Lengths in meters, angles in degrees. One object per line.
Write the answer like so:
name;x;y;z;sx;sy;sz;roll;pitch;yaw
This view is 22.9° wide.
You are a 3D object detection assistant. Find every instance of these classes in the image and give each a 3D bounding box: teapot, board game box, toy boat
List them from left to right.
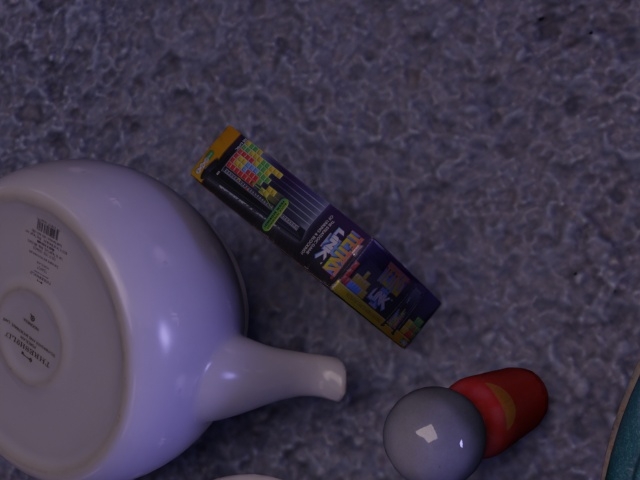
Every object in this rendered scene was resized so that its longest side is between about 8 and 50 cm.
teapot;-0.147;0.050;1.164;0.252;0.187;0.256;-30;81;40
board game box;0.000;0.000;1.122;0.141;0.170;0.048;37;88;26
toy boat;0.199;0.151;0.988;0.318;0.148;0.267;15;107;35

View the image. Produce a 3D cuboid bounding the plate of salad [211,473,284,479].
plate of salad;-0.061;0.267;1.134;0.200;0.048;0.199;-12;60;22
